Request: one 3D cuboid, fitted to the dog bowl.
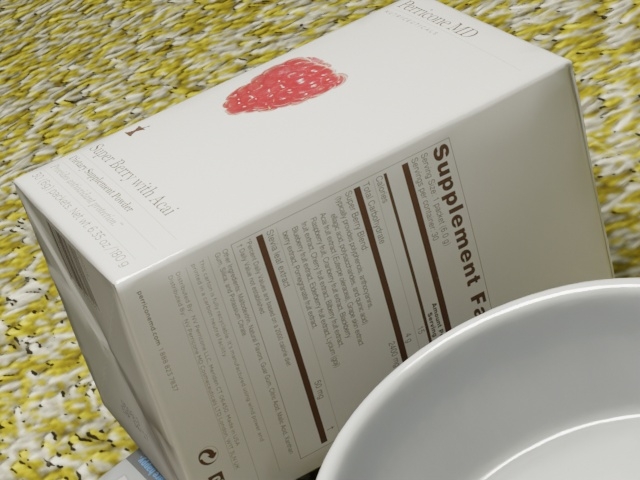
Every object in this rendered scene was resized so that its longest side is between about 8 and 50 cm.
[{"bbox_3d":[0.132,0.143,0.823,0.265,0.104,0.265,-18,34,13],"label":"dog bowl"}]

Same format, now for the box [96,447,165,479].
[{"bbox_3d":[-0.107,0.191,0.983,0.186,0.038,0.145,-37,34,-14],"label":"box"}]

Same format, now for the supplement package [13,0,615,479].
[{"bbox_3d":[0.000,0.000,1.006,0.293,0.175,0.177,-27,31,-18],"label":"supplement package"}]
